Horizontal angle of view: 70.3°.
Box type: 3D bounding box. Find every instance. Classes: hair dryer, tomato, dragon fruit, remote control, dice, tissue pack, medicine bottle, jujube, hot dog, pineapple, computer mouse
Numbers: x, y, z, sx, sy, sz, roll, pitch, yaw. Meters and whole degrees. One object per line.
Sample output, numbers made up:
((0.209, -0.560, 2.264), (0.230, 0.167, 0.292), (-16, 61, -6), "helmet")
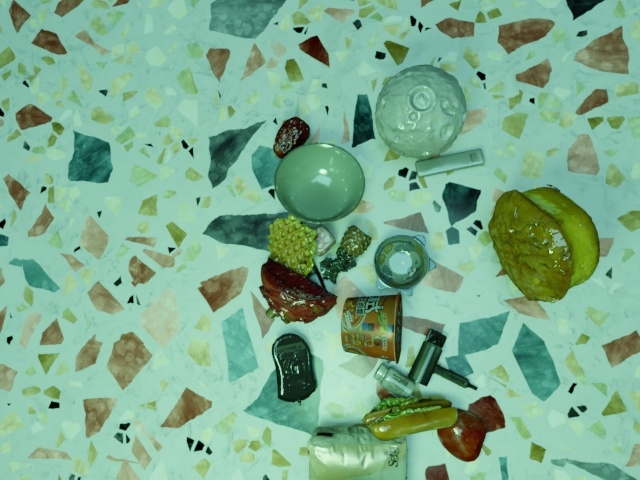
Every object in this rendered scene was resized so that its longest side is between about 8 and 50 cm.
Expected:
((0.467, 0.460, 1.649), (0.248, 0.078, 0.196), (27, 85, 0), "hair dryer")
((0.494, 0.686, 1.597), (0.174, 0.082, 0.167), (21, 85, 7), "tomato")
((-0.121, 0.235, 1.659), (0.316, 0.152, 0.205), (26, 122, 14), "dragon fruit")
((-0.033, 0.146, 1.753), (0.072, 0.042, 0.222), (-28, 80, 4), "remote control")
((0.000, 0.000, 1.745), (0.094, 0.091, 0.093), (-43, 79, 0), "dice")
((0.501, -0.300, 1.767), (0.260, 0.029, 0.067), (-11, 81, 7), "remote control")
((0.129, 0.831, 1.571), (0.389, 0.195, 0.376), (-4, 94, 6), "tissue pack")
((0.266, 0.510, 1.649), (0.140, 0.079, 0.079), (31, 86, 10), "medicine bottle")
((-0.119, -0.405, 1.809), (0.112, 0.109, 0.176), (35, 90, 44), "jujube")
((0.304, 0.594, 1.551), (0.336, 0.135, 0.101), (-5, 105, -15), "hot dog")
((0.088, 0.059, 1.725), (0.119, 0.111, 0.237), (38, 93, 36), "pineapple")
((-0.102, 0.477, 1.692), (0.146, 0.088, 0.265), (-7, 80, -11), "computer mouse")

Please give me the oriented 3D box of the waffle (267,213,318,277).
((-0.109, 0.022, 1.726), (0.237, 0.058, 0.244), (22, 108, 36), "waffle")

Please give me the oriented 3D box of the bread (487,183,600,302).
((0.731, 0.015, 1.521), (0.215, 0.398, 0.399), (-19, 80, -9), "bread")

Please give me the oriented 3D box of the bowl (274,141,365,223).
((-0.005, -0.190, 1.726), (0.336, 0.158, 0.338), (1, 69, -2), "bowl")

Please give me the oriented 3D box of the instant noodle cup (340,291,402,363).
((0.186, 0.304, 1.618), (0.192, 0.250, 0.251), (1, 82, 16), "instant noodle cup")

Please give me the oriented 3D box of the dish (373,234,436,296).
((0.304, 0.096, 1.701), (0.236, 0.086, 0.228), (-25, 81, 2), "dish")

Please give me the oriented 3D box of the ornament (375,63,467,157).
((0.364, -0.471, 1.663), (0.336, 0.337, 0.338), (-1, 82, 6), "ornament")
